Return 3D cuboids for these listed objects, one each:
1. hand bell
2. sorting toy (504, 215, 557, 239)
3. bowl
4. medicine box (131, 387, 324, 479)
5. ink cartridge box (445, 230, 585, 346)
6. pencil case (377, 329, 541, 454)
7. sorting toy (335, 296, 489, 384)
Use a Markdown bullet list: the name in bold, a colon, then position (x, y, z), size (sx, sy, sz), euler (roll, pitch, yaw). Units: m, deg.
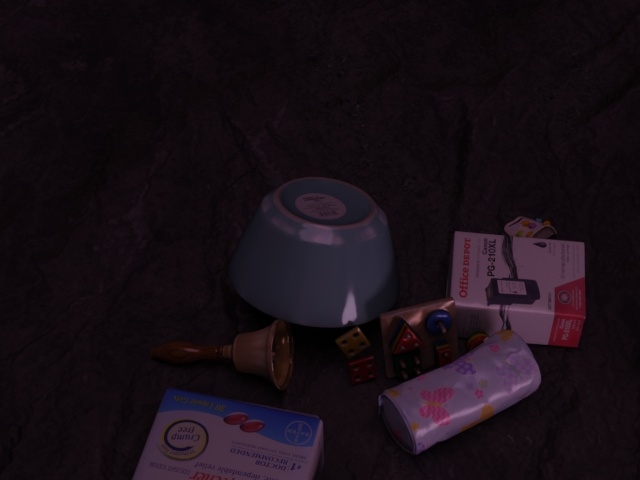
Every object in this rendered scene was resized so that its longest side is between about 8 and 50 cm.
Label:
- **hand bell**: position (-0.178, 0.195, 2.158), size (0.242, 0.126, 0.126), euler (-2, 51, 16)
- **sorting toy**: position (0.388, -0.021, 2.346), size (0.083, 0.044, 0.075), euler (-32, 39, -22)
- **bowl**: position (0.000, 0.000, 2.186), size (0.312, 0.163, 0.311), euler (7, 31, -4)
- **medicine box**: position (-0.153, 0.407, 1.942), size (0.264, 0.149, 0.289), euler (10, 52, 9)
- **ink cartridge box**: position (0.345, 0.086, 2.217), size (0.237, 0.100, 0.172), euler (5, 52, 4)
- **pencil case**: position (0.233, 0.250, 2.080), size (0.273, 0.113, 0.124), euler (-26, 70, -17)
- **sorting toy**: position (0.165, 0.177, 2.123), size (0.275, 0.132, 0.046), euler (-13, 32, -9)
